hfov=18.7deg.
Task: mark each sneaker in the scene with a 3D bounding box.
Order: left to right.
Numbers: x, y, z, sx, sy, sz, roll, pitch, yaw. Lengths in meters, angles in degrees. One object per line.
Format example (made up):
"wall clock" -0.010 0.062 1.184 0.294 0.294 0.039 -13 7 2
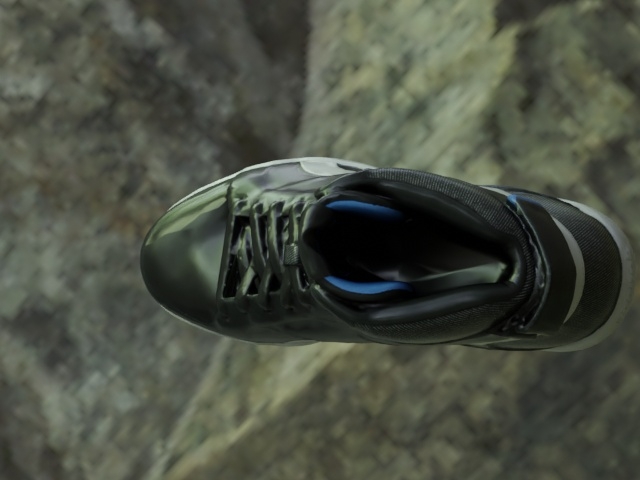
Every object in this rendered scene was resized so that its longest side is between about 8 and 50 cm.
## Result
"sneaker" 0.000 0.000 0.742 0.121 0.216 0.079 12 -99 -60
